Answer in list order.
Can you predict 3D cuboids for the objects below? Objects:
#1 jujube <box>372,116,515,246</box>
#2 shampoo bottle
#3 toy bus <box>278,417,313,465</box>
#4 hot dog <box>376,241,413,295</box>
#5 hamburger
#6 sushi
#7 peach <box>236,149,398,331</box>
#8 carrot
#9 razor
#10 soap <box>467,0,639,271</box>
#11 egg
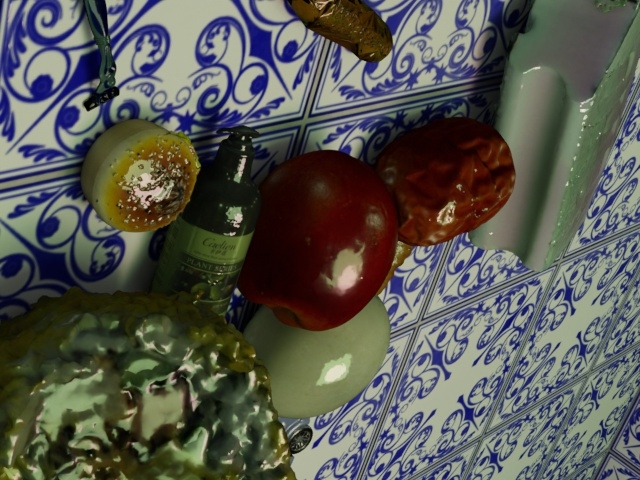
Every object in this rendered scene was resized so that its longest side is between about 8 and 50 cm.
[{"bbox_3d":[0.179,-0.089,1.720,0.250,0.174,0.174,-21,137,-39],"label":"jujube"},{"bbox_3d":[-0.133,-0.012,1.423,0.101,0.101,0.283,-13,131,-49],"label":"shampoo bottle"},{"bbox_3d":[-0.128,0.352,1.786,0.133,0.125,0.292,4,116,-45],"label":"toy bus"},{"bbox_3d":[0.079,0.044,1.820,0.289,0.068,0.083,-51,143,-2],"label":"hot dog"},{"bbox_3d":[-0.193,-0.069,1.297,0.141,0.081,0.126,10,112,-57],"label":"hamburger"},{"bbox_3d":[-0.223,0.248,1.300,0.351,0.240,0.396,-20,107,-19],"label":"sushi"},{"bbox_3d":[0.000,0.000,1.530,0.243,0.199,0.243,-55,164,-25],"label":"peach"},{"bbox_3d":[0.025,-0.270,1.418,0.069,0.069,0.229,-57,152,6],"label":"carrot"},{"bbox_3d":[-0.220,-0.195,1.181,0.044,0.028,0.154,-33,145,-31],"label":"razor"},{"bbox_3d":[0.380,-0.201,1.861,0.261,0.156,0.446,-44,150,-43],"label":"soap"},{"bbox_3d":[-0.011,0.152,1.680,0.253,0.186,0.186,-38,147,-27],"label":"egg"}]
